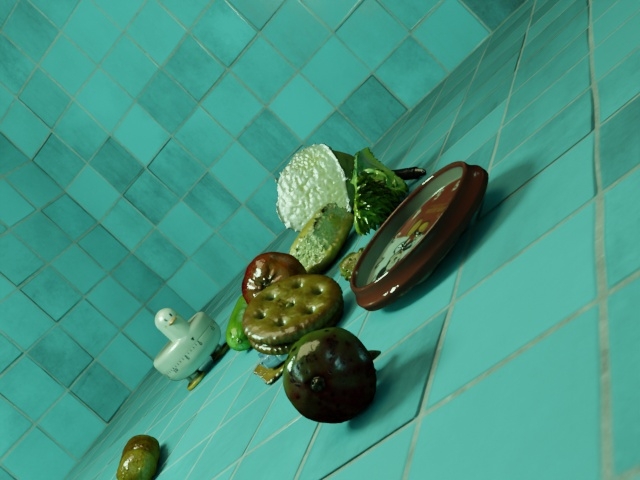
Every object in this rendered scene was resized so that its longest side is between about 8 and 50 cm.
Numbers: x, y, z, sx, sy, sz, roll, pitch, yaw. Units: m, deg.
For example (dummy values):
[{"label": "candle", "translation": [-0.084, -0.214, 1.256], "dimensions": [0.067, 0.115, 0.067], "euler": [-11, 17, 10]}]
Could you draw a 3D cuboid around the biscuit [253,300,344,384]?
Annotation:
[{"label": "biscuit", "translation": [-0.051, 0.214, 1.719], "dimensions": [0.237, 0.013, 0.232], "euler": [-46, 7, -11]}]

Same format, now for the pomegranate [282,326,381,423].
[{"label": "pomegranate", "translation": [0.023, 0.188, 1.071], "dimensions": [0.129, 0.159, 0.129], "euler": [-15, 63, 32]}]

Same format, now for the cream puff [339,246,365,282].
[{"label": "cream puff", "translation": [0.083, 0.055, 1.674], "dimensions": [0.083, 0.083, 0.058], "euler": [-58, -34, -7]}]

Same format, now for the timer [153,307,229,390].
[{"label": "timer", "translation": [-0.430, 0.314, 2.456], "dimensions": [0.233, 0.240, 0.233], "euler": [-46, 7, 8]}]

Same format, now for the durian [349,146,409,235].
[{"label": "durian", "translation": [0.119, -0.121, 1.973], "dimensions": [0.157, 0.169, 0.355], "euler": [-42, 7, 15]}]

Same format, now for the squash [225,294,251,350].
[{"label": "squash", "translation": [-0.208, 0.221, 2.263], "dimensions": [0.101, 0.101, 0.378], "euler": [-44, 11, 15]}]

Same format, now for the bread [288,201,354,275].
[{"label": "bread", "translation": [0.000, 0.000, 2.192], "dimensions": [0.174, 0.121, 0.245], "euler": [-52, 7, 33]}]

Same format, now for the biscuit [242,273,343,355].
[{"label": "biscuit", "translation": [-0.054, 0.148, 1.599], "dimensions": [0.220, 0.066, 0.220], "euler": [-17, 29, 10]}]

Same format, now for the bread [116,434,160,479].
[{"label": "bread", "translation": [-0.456, 0.542, 1.966], "dimensions": [0.124, 0.084, 0.344], "euler": [-47, 7, -9]}]

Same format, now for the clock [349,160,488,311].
[{"label": "clock", "translation": [0.174, -0.004, 1.360], "dimensions": [0.318, 0.080, 0.318], "euler": [-48, 10, 12]}]

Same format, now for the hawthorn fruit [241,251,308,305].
[{"label": "hawthorn fruit", "translation": [-0.107, 0.117, 2.029], "dimensions": [0.179, 0.179, 0.200], "euler": [-45, -14, 6]}]

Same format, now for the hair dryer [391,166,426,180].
[{"label": "hair dryer", "translation": [0.205, -0.164, 2.139], "dimensions": [0.248, 0.114, 0.070], "euler": [-3, 35, 50]}]

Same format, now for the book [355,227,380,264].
[{"label": "book", "translation": [0.135, 0.010, 1.621], "dimensions": [0.103, 0.017, 0.135], "euler": [-12, 27, 35]}]

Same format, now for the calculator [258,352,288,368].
[{"label": "calculator", "translation": [-0.060, 0.190, 1.687], "dimensions": [0.121, 0.039, 0.210], "euler": [-35, 13, 42]}]

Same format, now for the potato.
[{"label": "potato", "translation": [0.025, -0.162, 2.616], "dimensions": [0.289, 0.300, 0.237], "euler": [-8, -1, 20]}]
